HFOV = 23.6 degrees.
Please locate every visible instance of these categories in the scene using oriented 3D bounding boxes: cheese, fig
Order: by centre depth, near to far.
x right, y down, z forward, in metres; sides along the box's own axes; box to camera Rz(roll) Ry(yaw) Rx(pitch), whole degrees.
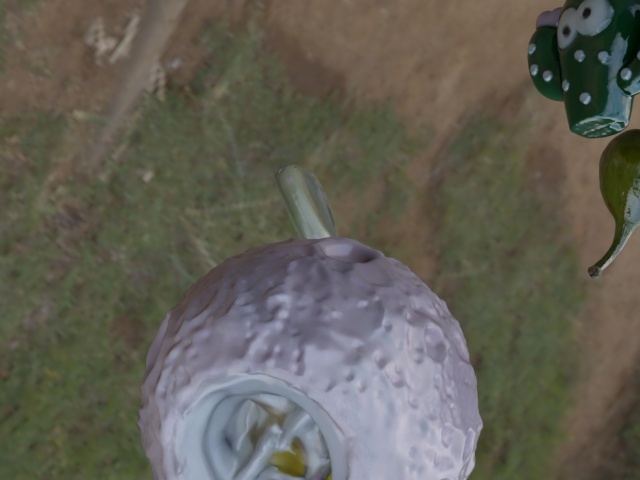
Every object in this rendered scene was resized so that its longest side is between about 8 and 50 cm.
[{"bbox_3d":[0.000,0.000,1.874,0.037,0.192,0.097,-27,161,17],"label":"cheese"},{"bbox_3d":[0.426,-0.043,2.112,0.124,0.124,0.236,50,58,-53],"label":"fig"}]

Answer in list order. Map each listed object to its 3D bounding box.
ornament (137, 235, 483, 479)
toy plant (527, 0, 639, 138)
[{"bbox_3d":[-0.004,0.124,1.144,0.225,0.259,0.259,-41,153,-64],"label":"ornament"},{"bbox_3d":[0.368,-0.259,2.003,0.112,0.243,0.232,20,129,-36],"label":"toy plant"}]
